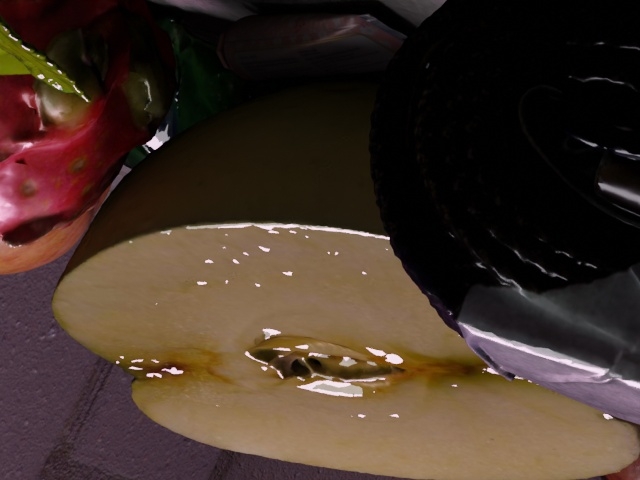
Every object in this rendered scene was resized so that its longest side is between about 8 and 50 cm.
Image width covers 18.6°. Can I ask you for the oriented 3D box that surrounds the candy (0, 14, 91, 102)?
[{"bbox_3d":[-0.231,-0.129,0.973,0.246,0.069,0.149,23,180,23],"label":"candy"}]

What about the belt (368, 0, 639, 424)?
[{"bbox_3d":[0.162,-0.010,0.834,0.289,0.184,0.164,19,167,15],"label":"belt"}]

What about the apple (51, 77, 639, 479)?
[{"bbox_3d":[0.014,0.050,1.279,0.360,0.320,0.312,0,-164,28],"label":"apple"}]

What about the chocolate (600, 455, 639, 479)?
[{"bbox_3d":[0.350,0.189,1.844,0.177,0.176,0.177,26,174,3],"label":"chocolate"}]

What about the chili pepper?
[{"bbox_3d":[-0.092,-0.093,1.447,0.265,0.116,0.148,20,168,41],"label":"chili pepper"}]

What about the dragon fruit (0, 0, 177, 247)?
[{"bbox_3d":[-0.217,-0.110,1.237,0.237,0.231,0.302,49,169,17],"label":"dragon fruit"}]

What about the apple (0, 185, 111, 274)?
[{"bbox_3d":[-0.266,-0.093,1.561,0.194,0.260,0.261,-2,166,14],"label":"apple"}]

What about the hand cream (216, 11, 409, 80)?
[{"bbox_3d":[-0.002,-0.123,1.220,0.067,0.043,0.210,28,168,-31],"label":"hand cream"}]
